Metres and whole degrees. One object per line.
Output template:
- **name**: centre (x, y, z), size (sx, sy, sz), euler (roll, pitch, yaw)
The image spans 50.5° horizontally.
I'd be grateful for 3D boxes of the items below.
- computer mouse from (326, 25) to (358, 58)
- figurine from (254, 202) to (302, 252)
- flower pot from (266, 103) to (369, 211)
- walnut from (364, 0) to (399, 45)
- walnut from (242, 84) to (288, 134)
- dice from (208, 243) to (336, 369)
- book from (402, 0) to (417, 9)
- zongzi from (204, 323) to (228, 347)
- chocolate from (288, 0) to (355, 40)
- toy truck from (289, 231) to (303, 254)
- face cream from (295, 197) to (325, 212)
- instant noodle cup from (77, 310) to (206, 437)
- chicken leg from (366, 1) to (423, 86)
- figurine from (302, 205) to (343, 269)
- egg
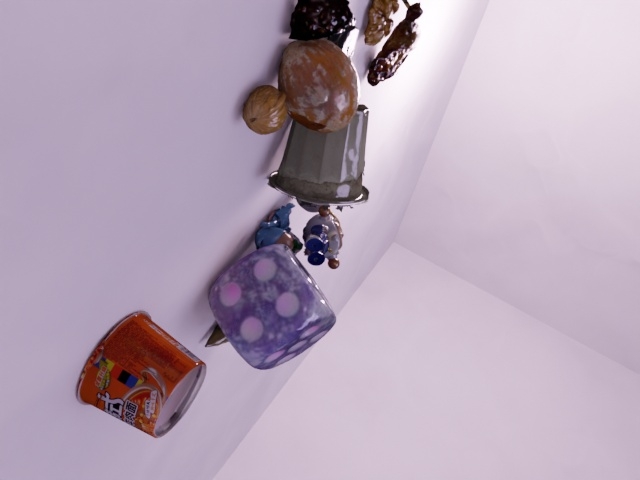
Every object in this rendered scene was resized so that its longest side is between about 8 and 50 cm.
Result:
- **computer mouse**: centre (0.045, -0.499, 1.772), size (0.105, 0.062, 0.192), euler (-56, 172, -22)
- **figurine**: centre (-0.112, -0.023, 2.023), size (0.114, 0.145, 0.178), euler (120, -7, -68)
- **flower pot**: centre (0.019, -0.245, 1.806), size (0.290, 0.291, 0.258), euler (-35, 141, -62)
- **walnut**: centre (0.180, -0.645, 1.953), size (0.143, 0.069, 0.170), euler (-50, 161, -39)
- **walnut**: centre (-0.121, -0.293, 1.512), size (0.124, 0.105, 0.105), euler (-63, 172, -47)
- **dice**: centre (-0.134, 0.188, 1.920), size (0.271, 0.270, 0.270), euler (-35, 161, 2)
- **book**: centre (0.261, -0.771, 1.972), size (0.231, 0.027, 0.161), euler (-13, 111, -72)
- **zongzi**: centre (-0.278, 0.234, 2.091), size (0.178, 0.081, 0.188), euler (-13, 126, -59)
- **chocolate**: centre (-0.004, -0.520, 1.473), size (0.156, 0.156, 0.133), euler (-46, 133, -47)
- **toy truck**: centre (-0.144, 0.078, 2.174), size (0.124, 0.114, 0.253), euler (-35, 153, -39)
- **face cream**: centre (-0.022, -0.152, 2.123), size (0.117, 0.117, 0.104), euler (-56, 159, -21)
- **instant noodle cup**: centre (-0.393, 0.313, 1.545), size (0.250, 0.192, 0.250), euler (-56, 166, -22)
- **chicken leg**: centre (0.235, -0.609, 2.113), size (0.322, 0.083, 0.177), euler (-50, 170, 33)
- **figurine**: centre (0.001, 0.011, 2.064), size (0.274, 0.133, 0.193), euler (-80, 158, -54)
- **egg**: centre (-0.005, -0.360, 1.578), size (0.194, 0.195, 0.233), euler (-54, 133, -25)
